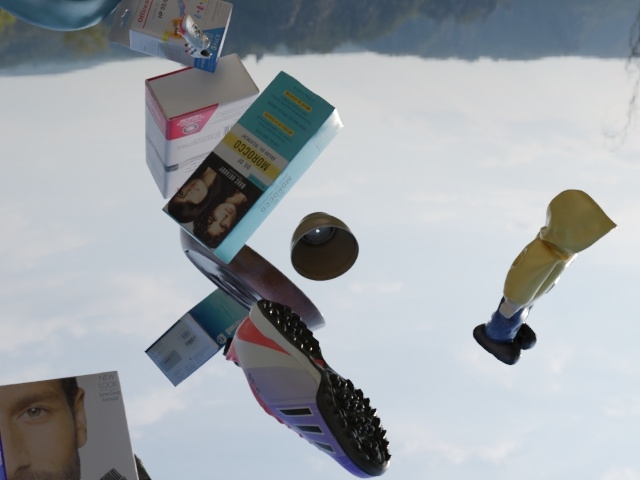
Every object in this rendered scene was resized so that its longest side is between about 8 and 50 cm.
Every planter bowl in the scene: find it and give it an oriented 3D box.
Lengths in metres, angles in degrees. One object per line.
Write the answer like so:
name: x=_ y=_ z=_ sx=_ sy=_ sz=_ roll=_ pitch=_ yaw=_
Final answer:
planter bowl: x=0.000 y=0.000 z=2.001 sx=0.162 sy=0.162 sz=0.109 roll=-5 pitch=-142 yaw=-10

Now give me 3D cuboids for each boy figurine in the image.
boy figurine: x=0.319 y=0.043 z=1.197 sx=0.092 sy=0.285 sz=0.177 roll=41 pitch=-138 yaw=20

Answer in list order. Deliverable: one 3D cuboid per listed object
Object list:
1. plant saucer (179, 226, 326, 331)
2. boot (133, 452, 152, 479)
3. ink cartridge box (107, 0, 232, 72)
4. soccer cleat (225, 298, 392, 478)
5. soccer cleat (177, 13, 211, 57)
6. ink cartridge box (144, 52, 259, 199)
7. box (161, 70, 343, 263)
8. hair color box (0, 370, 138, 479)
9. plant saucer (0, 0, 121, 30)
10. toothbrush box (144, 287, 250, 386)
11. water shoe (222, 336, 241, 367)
plant saucer: x=-0.128 y=0.069 z=1.455 sx=0.050 sy=0.310 sz=0.311 roll=-53 pitch=-145 yaw=-13
boot: x=-0.324 y=0.493 z=1.476 sx=0.208 sy=0.189 sz=0.076 roll=37 pitch=-178 yaw=36
ink cartridge box: x=-0.245 y=-0.354 z=1.384 sx=0.181 sy=0.104 sz=0.061 roll=15 pitch=160 yaw=-7
soccer cleat: x=-0.022 y=0.218 z=1.167 sx=0.109 sy=0.116 sz=0.318 roll=19 pitch=-156 yaw=-50
soccer cleat: x=-0.163 y=-0.266 z=1.111 sx=0.036 sy=0.029 sz=0.083 roll=17 pitch=159 yaw=9
ink cartridge box: x=-0.214 y=-0.197 z=1.504 sx=0.172 sy=0.237 sz=0.100 roll=-22 pitch=-114 yaw=-23
box: x=-0.087 y=-0.097 z=1.118 sx=0.100 sy=0.244 sz=0.060 roll=38 pitch=175 yaw=20
hair color box: x=-0.352 y=0.364 z=1.177 sx=0.185 sy=0.338 sz=0.110 roll=-2 pitch=158 yaw=-38
plant saucer: x=-0.391 y=-0.465 z=1.228 sx=0.044 sy=0.317 sz=0.318 roll=-8 pitch=-171 yaw=41
toothbrush box: x=-0.268 y=0.208 z=2.151 sx=0.216 sy=0.126 sz=0.295 roll=-41 pitch=179 yaw=37
water shoe: x=-0.105 y=0.198 z=1.610 sx=0.080 sy=0.072 sz=0.203 roll=22 pitch=-173 yaw=28
